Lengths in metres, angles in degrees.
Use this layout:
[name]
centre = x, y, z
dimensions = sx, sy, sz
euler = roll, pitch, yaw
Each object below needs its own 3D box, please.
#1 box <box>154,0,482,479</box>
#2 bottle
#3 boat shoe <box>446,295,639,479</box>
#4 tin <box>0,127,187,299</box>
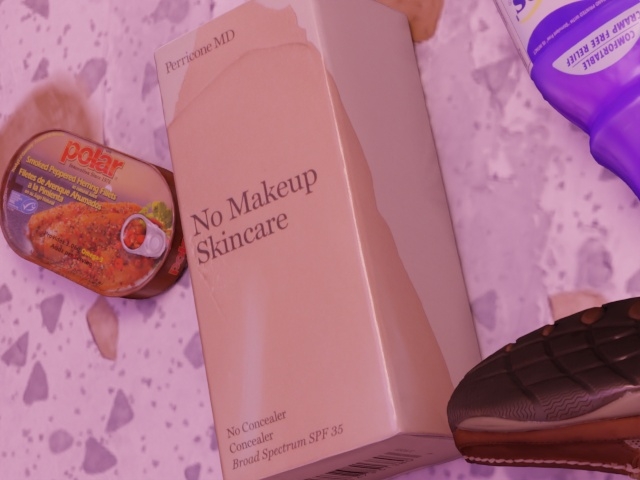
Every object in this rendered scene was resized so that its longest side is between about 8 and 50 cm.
[box]
centre = 0.000, 0.000, 1.129
dimensions = 0.148, 0.121, 0.311
euler = -24, 68, 31
[bottle]
centre = 0.178, -0.130, 1.042
dimensions = 0.118, 0.092, 0.283
euler = -33, 63, 25
[boat shoe]
centre = 0.226, 0.098, 0.940
dimensions = 0.324, 0.122, 0.120
euler = -11, 110, 31
[tin]
centre = -0.171, -0.021, 1.313
dimensions = 0.190, 0.040, 0.106
euler = 23, 99, 37
